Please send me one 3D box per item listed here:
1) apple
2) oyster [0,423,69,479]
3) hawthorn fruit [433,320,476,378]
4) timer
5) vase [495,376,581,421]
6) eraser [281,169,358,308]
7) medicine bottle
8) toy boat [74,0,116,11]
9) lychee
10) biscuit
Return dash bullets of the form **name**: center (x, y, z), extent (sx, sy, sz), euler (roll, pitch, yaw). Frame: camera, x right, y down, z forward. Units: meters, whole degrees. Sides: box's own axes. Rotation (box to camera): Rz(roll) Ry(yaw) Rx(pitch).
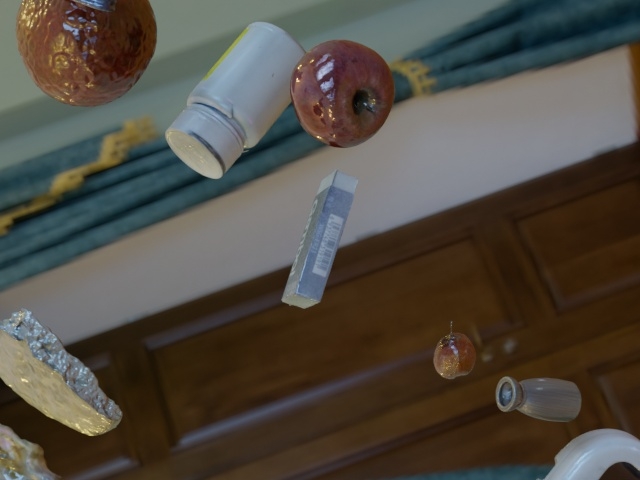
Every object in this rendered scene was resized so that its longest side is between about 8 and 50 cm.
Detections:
- **apple**: center (0.027, -0.212, 1.907), extent (0.120, 0.153, 0.153), euler (30, 146, 47)
- **oyster**: center (-0.399, 0.252, 1.403), extent (0.354, 0.201, 0.107), euler (44, 172, -4)
- **hawthorn fruit**: center (0.201, 0.161, 2.045), extent (0.067, 0.067, 0.103), euler (-114, 8, -61)
- **timer**: center (0.368, 0.385, 1.767), extent (0.237, 0.262, 0.087), euler (38, -178, -17)
- **vase**: center (0.269, 0.196, 1.667), extent (0.053, 0.100, 0.053), euler (-32, 53, 57)
- **eraser**: center (0.000, 0.000, 2.112), extent (0.092, 0.046, 0.212), euler (150, 140, -72)
- **medicine bottle**: center (-0.138, -0.237, 2.273), extent (0.143, 0.258, 0.143), euler (30, 157, 14)
- **toy boat**: center (-0.393, -0.409, 2.038), extent (0.283, 0.127, 0.078), euler (30, 104, 43)
- **lychee**: center (-0.398, -0.347, 2.266), extent (0.300, 0.255, 0.255), euler (-47, 56, 48)
- **biscuit**: center (-0.352, 0.163, 1.683), extent (0.265, 0.040, 0.188), euler (23, 141, 31)
